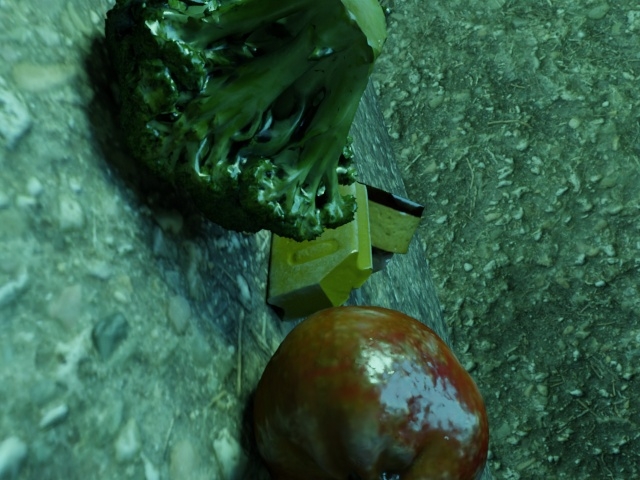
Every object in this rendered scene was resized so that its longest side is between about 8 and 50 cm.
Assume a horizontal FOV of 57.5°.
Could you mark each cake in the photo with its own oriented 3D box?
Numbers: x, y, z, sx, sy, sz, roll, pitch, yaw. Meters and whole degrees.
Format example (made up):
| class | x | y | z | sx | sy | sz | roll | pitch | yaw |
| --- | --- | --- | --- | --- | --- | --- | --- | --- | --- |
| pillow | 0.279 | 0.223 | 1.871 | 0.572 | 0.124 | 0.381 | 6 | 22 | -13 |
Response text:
| class | x | y | z | sx | sy | sz | roll | pitch | yaw |
| --- | --- | --- | --- | --- | --- | --- | --- | --- | --- |
| cake | 0.084 | -0.015 | 1.123 | 0.207 | 0.185 | 0.178 | -132 | -117 | -88 |

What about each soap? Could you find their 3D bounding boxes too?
| class | x | y | z | sx | sy | sz | roll | pitch | yaw |
| --- | --- | --- | --- | --- | --- | --- | --- | --- | --- |
| soap | 0.000 | 0.000 | 0.869 | 0.073 | 0.140 | 0.232 | 54 | 25 | -39 |

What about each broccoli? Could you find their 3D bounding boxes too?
| class | x | y | z | sx | sy | sz | roll | pitch | yaw |
| --- | --- | --- | --- | --- | --- | --- | --- | --- | --- |
| broccoli | -0.056 | -0.167 | 0.624 | 0.321 | 0.284 | 0.303 | 45 | 39 | -22 |

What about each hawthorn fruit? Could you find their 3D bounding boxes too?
| class | x | y | z | sx | sy | sz | roll | pitch | yaw |
| --- | --- | --- | --- | --- | --- | --- | --- | --- | --- |
| hawthorn fruit | 0.051 | 0.209 | 0.666 | 0.284 | 0.285 | 0.284 | -17 | 90 | -73 |
